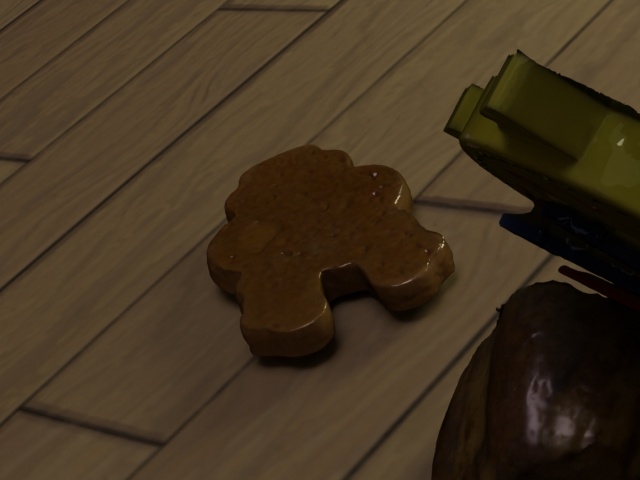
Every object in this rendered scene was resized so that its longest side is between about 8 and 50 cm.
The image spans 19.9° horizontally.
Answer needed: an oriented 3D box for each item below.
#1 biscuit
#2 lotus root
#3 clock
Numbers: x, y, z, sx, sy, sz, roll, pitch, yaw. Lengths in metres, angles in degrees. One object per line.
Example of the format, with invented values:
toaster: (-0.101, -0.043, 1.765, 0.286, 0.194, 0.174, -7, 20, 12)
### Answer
biscuit: (-0.003, 0.001, 1.197, 0.144, 0.040, 0.236, -19, 26, -5)
lotus root: (0.114, 0.088, 0.903, 0.159, 0.095, 0.135, -15, 33, 28)
clock: (0.180, 0.016, 0.807, 0.071, 0.293, 0.277, -62, -5, 1)
